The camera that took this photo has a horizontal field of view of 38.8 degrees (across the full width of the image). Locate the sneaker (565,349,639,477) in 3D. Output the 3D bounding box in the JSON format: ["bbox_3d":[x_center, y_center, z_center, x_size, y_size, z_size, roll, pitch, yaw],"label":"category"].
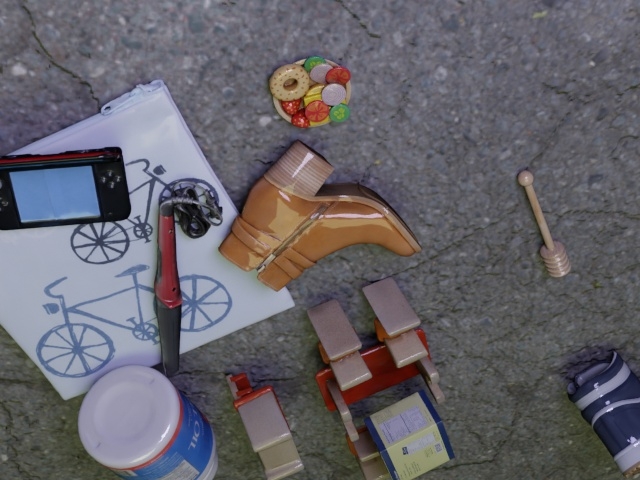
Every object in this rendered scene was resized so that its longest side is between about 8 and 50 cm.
[{"bbox_3d":[0.447,0.240,1.291,0.099,0.153,0.282,-44,154,21],"label":"sneaker"}]

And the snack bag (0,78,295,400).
[{"bbox_3d":[-0.240,0.017,1.010,0.323,0.037,0.342,-23,127,8],"label":"snack bag"}]

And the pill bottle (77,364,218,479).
[{"bbox_3d":[-0.202,0.248,1.130,0.124,0.124,0.221,-16,151,3],"label":"pill bottle"}]

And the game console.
[{"bbox_3d":[-0.264,-0.046,0.883,0.144,0.085,0.124,-5,126,-5],"label":"game console"}]

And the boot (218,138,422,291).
[{"bbox_3d":[0.000,0.000,0.995,0.197,0.073,0.152,35,100,-16],"label":"boot"}]

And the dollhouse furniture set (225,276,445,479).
[{"bbox_3d":[0.021,0.189,1.165,0.259,0.135,0.262,-22,131,-6],"label":"dollhouse furniture set"}]

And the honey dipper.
[{"bbox_3d":[0.263,-0.022,1.074,0.030,0.030,0.161,-23,126,9],"label":"honey dipper"}]

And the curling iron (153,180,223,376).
[{"bbox_3d":[-0.155,0.054,1.007,0.068,0.035,0.274,5,125,-13],"label":"curling iron"}]

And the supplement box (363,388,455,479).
[{"bbox_3d":[0.109,0.243,1.115,0.083,0.056,0.083,-26,131,-3],"label":"supplement box"}]

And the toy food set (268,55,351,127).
[{"bbox_3d":[-0.007,-0.149,0.922,0.082,0.020,0.083,-15,130,2],"label":"toy food set"}]
